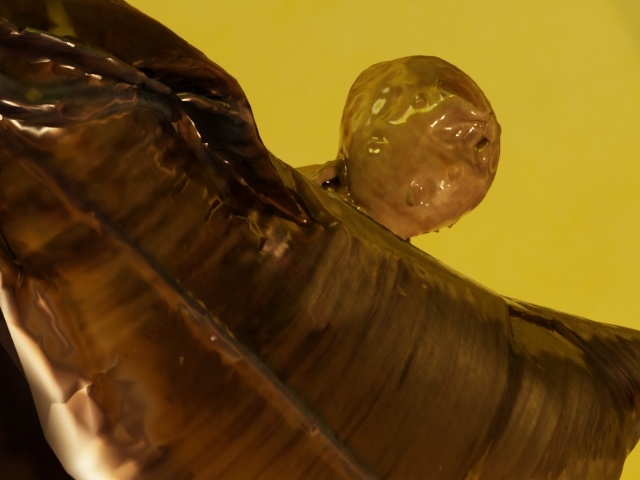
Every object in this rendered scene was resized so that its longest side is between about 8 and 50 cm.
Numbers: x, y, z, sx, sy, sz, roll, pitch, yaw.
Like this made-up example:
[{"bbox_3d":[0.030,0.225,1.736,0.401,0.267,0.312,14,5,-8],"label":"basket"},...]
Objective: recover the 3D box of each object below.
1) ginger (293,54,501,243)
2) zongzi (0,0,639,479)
[{"bbox_3d":[0.000,0.000,0.804,0.080,0.204,0.104,37,-169,-27],"label":"ginger"},{"bbox_3d":[-0.003,0.012,0.474,0.138,0.300,0.286,12,128,46],"label":"zongzi"}]
